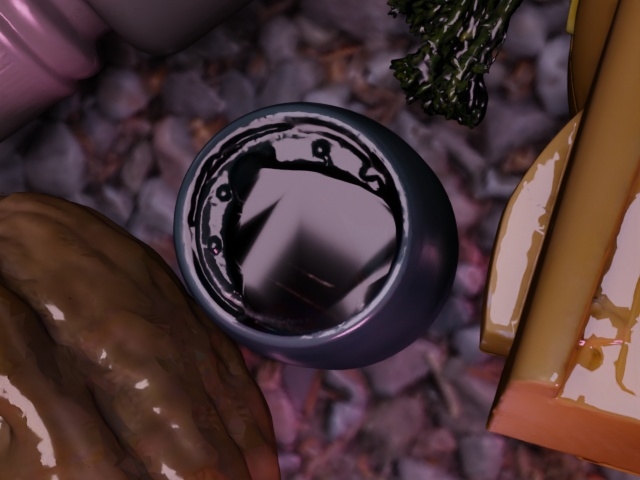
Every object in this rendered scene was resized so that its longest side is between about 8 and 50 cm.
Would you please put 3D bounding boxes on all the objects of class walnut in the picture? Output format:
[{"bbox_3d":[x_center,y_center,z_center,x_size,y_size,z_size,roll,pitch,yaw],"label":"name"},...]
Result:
[{"bbox_3d":[-0.128,0.087,0.626,0.198,0.198,0.245,-34,83,4],"label":"walnut"}]

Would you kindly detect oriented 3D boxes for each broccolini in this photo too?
[{"bbox_3d":[0.096,-0.115,0.581,0.062,0.271,0.123,1,88,-24],"label":"broccolini"}]

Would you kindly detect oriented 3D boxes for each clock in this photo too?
[{"bbox_3d":[0.215,-0.042,0.601,0.244,0.200,0.317,16,80,5],"label":"clock"}]

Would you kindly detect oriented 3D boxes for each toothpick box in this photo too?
[{"bbox_3d":[0.000,0.000,0.617,0.120,0.184,0.120,0,87,7],"label":"toothpick box"}]

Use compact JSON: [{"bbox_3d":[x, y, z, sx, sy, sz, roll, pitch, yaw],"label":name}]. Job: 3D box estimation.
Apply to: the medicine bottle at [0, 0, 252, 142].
[{"bbox_3d":[-0.084,-0.197,0.627,0.340,0.208,0.208,-34,83,4],"label":"medicine bottle"}]
